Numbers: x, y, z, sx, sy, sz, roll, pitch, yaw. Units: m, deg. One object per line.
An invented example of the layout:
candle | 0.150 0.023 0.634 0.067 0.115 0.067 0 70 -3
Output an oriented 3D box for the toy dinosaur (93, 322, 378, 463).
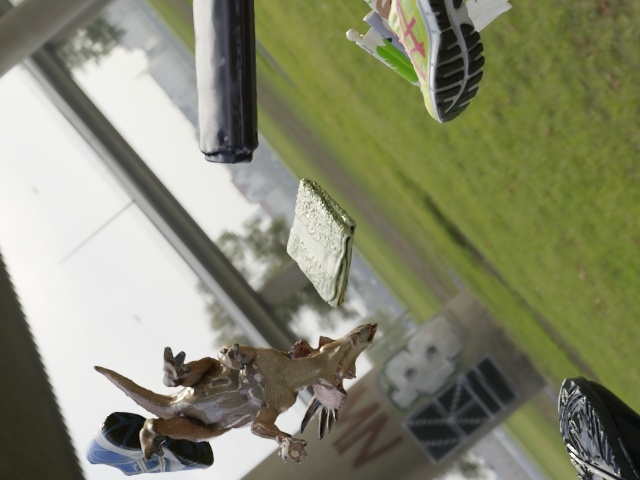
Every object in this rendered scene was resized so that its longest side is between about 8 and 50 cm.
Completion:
toy dinosaur | -0.087 0.167 1.280 0.200 0.296 0.127 3 -98 -77

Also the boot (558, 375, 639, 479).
boot | 0.378 0.223 1.179 0.246 0.207 0.094 -116 23 -44

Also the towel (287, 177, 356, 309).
towel | 0.000 0.000 1.350 0.148 0.027 0.110 -127 42 -54

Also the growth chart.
growth chart | 0.143 -0.295 1.485 0.172 0.237 0.021 27 -134 -24

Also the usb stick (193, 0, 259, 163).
usb stick | -0.079 -0.203 0.972 0.077 0.045 0.278 12 105 61

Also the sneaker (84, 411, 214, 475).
sneaker | -0.246 0.300 1.707 0.211 0.081 0.080 22 -143 -39

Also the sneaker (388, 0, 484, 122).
sneaker | 0.124 -0.237 1.344 0.094 0.081 0.208 18 126 47
